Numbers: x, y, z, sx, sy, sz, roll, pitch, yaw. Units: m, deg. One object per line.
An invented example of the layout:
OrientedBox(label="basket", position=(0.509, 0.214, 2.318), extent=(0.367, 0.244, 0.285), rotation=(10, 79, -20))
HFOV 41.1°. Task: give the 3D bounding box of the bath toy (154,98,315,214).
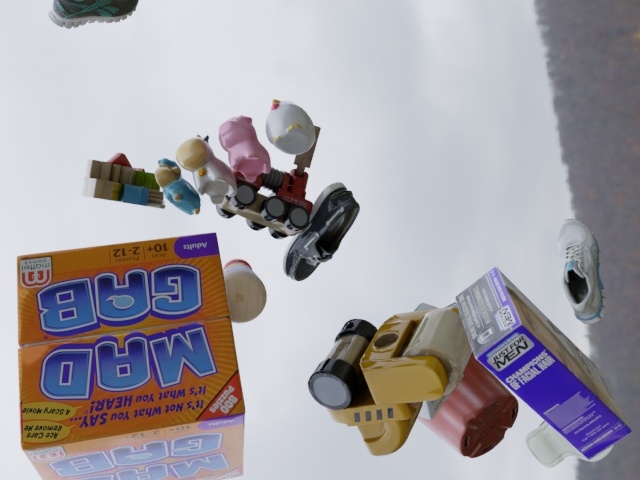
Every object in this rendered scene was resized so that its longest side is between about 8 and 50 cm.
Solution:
OrientedBox(label="bath toy", position=(-0.177, -0.194, 1.784), extent=(0.151, 0.348, 0.129), rotation=(47, -157, -45))

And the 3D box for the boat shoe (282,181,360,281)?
OrientedBox(label="boat shoe", position=(0.000, 0.000, 2.091), extent=(0.114, 0.091, 0.302), rotation=(-11, -41, -39))

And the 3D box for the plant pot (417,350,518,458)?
OrientedBox(label="plant pot", position=(0.357, 0.409, 2.238), extent=(0.272, 0.265, 0.272), rotation=(-21, -49, -27))

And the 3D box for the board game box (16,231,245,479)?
OrientedBox(label="board game box", position=(-0.340, 0.243, 1.581), extent=(0.356, 0.356, 0.356), rotation=(99, 160, -58))

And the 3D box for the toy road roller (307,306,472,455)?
OrientedBox(label="toy road roller", position=(0.159, 0.288, 1.694), extent=(0.241, 0.329, 0.202), rotation=(65, -148, -18))

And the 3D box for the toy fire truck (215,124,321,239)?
OrientedBox(label="toy fire truck", position=(-0.105, -0.156, 2.005), extent=(0.217, 0.158, 0.246), rotation=(22, -113, -21))

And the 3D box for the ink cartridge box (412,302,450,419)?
OrientedBox(label="ink cartridge box", position=(0.232, 0.268, 1.883), extent=(0.153, 0.087, 0.208), rotation=(-46, -44, -32))

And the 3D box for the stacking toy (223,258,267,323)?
OrientedBox(label="stacking toy", position=(-0.224, 0.113, 2.319), extent=(0.330, 0.141, 0.141), rotation=(-120, 19, -76))

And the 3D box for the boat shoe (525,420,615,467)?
OrientedBox(label="boat shoe", position=(0.561, 0.407, 1.838), extent=(0.127, 0.113, 0.340), rotation=(53, 158, 17))

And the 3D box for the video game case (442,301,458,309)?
OrientedBox(label="video game case", position=(0.434, 0.255, 2.520), extent=(0.190, 0.173, 0.022), rotation=(59, -174, -27))

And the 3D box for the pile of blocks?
OrientedBox(label="pile of blocks", position=(-0.436, -0.140, 1.983), extent=(0.362, 0.149, 0.113), rotation=(-3, -78, -86))

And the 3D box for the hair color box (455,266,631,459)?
OrientedBox(label="hair color box", position=(0.400, 0.221, 1.539), extent=(0.339, 0.110, 0.185), rotation=(40, -160, -23))

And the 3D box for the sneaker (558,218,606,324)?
OrientedBox(label="sneaker", position=(0.439, 0.042, 1.454), extent=(0.083, 0.071, 0.191), rotation=(31, -134, -49))

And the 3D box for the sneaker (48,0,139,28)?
OrientedBox(label="sneaker", position=(-0.389, -0.420, 1.484), extent=(0.166, 0.065, 0.076), rotation=(-25, -25, -33))
